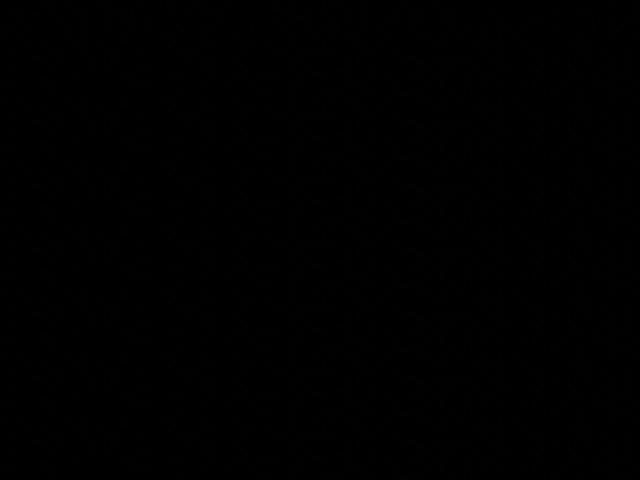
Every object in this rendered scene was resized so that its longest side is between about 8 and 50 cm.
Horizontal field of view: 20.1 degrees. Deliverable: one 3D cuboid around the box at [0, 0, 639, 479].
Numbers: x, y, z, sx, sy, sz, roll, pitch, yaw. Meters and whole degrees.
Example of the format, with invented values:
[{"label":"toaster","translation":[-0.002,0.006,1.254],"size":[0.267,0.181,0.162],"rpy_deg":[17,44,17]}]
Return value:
[{"label":"box","translation":[-0.016,0.093,0.161],"size":[0.480,0.472,0.297],"rpy_deg":[-6,105,-33]}]
